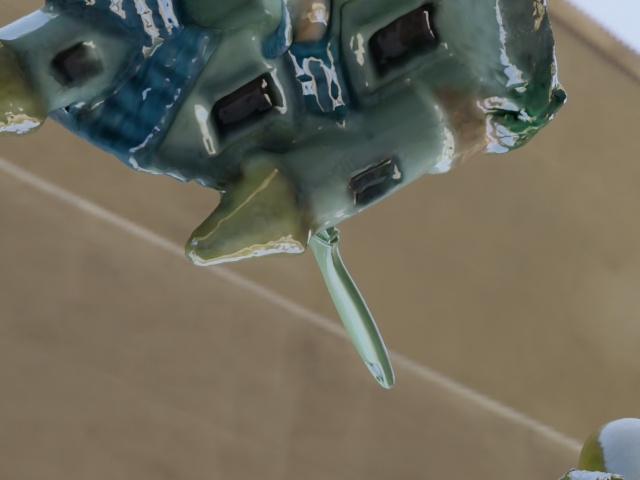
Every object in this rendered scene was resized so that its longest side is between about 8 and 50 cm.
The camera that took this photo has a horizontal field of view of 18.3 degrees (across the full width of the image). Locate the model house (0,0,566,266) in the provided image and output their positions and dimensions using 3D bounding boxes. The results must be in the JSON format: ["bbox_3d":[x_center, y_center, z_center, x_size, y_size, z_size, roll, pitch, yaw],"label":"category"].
[{"bbox_3d":[-0.060,-0.117,1.065,0.325,0.194,0.267,-29,-53,-21],"label":"model house"}]

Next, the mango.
[{"bbox_3d":[0.211,0.183,1.338,0.085,0.191,0.122,-17,-67,-1],"label":"mango"}]

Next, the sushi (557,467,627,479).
[{"bbox_3d":[0.245,0.210,1.090,0.291,0.131,0.139,26,-82,1],"label":"sushi"}]

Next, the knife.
[{"bbox_3d":[0.001,-0.001,1.496,0.020,0.043,0.293,-39,-61,-24],"label":"knife"}]
